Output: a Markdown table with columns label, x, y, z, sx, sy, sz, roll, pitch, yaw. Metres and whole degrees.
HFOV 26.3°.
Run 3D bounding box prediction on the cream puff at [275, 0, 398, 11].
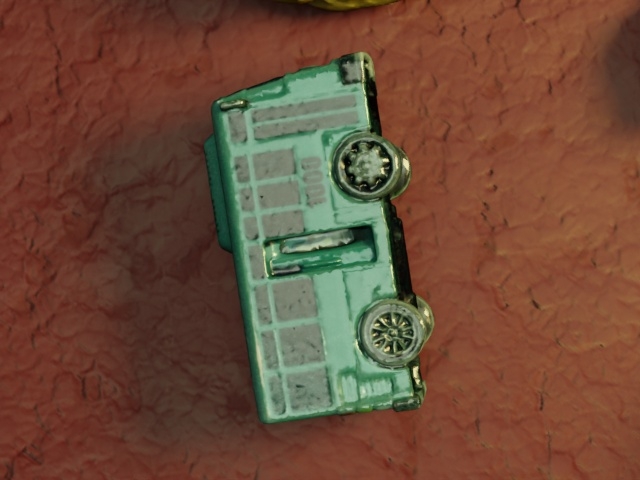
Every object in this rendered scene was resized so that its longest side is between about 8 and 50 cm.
| label | x | y | z | sx | sy | sz | roll | pitch | yaw |
| --- | --- | --- | --- | --- | --- | --- | --- | --- | --- |
| cream puff | 0.011 | -0.330 | 0.961 | 0.324 | 0.257 | 0.291 | -11 | 83 | 5 |

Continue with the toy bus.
| label | x | y | z | sx | sy | sz | roll | pitch | yaw |
| --- | --- | --- | --- | --- | --- | --- | --- | --- | --- |
| toy bus | 0.000 | 0.000 | 1.013 | 0.147 | 0.128 | 0.256 | -10 | 89 | 6 |
